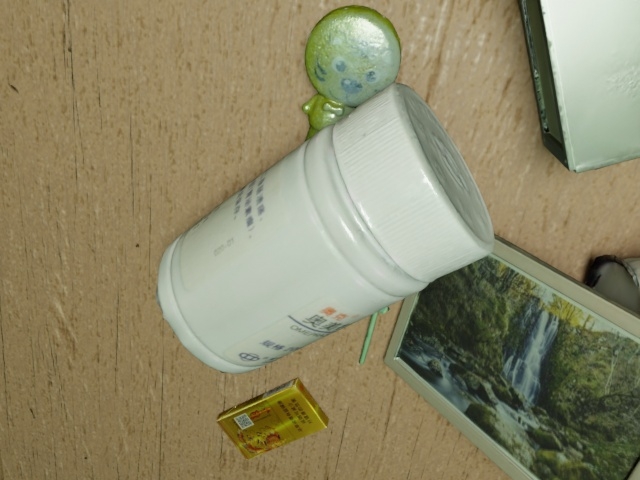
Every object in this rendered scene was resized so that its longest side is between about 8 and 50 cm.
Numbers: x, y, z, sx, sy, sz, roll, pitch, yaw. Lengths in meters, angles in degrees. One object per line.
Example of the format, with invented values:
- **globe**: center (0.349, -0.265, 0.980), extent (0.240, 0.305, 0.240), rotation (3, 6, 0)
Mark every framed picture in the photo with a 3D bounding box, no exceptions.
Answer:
- **framed picture**: center (0.209, 0.133, 0.576), extent (0.324, 0.020, 0.240), rotation (40, 124, 43)

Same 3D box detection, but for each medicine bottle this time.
- **medicine bottle**: center (0.000, 0.000, 0.565), extent (0.332, 0.190, 0.190), rotation (-31, 103, 30)

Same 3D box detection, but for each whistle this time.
- **whistle**: center (0.021, -0.162, 0.598), extent (0.104, 0.057, 0.198), rotation (20, 122, -2)

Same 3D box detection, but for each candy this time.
- **candy**: center (0.072, 0.089, 0.691), extent (0.061, 0.060, 0.201), rotation (13, 122, 6)

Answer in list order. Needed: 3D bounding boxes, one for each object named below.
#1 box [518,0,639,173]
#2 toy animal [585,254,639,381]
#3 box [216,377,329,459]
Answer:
- **box**: center (0.243, -0.192, 0.493), extent (0.086, 0.129, 0.225), rotation (-13, 108, 16)
- **toy animal**: center (0.448, 0.101, 0.538), extent (0.310, 0.183, 0.247), rotation (6, 113, 9)
- **box**: center (-0.074, 0.273, 0.803), extent (0.156, 0.022, 0.089), rotation (-31, 101, 21)
